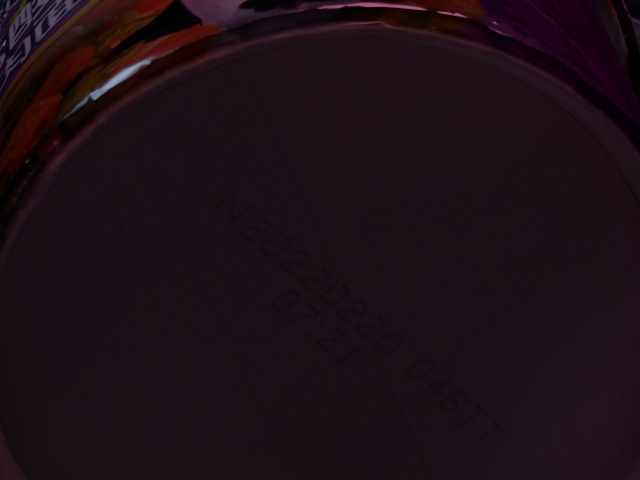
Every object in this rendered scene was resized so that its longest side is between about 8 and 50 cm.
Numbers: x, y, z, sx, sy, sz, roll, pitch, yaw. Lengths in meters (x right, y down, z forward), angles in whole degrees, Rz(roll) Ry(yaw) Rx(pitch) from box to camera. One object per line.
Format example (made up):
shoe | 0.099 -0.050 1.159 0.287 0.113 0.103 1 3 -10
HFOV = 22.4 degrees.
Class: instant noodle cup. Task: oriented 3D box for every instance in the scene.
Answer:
instant noodle cup | 0.000 0.000 0.490 0.251 0.251 0.190 16 20 -11
